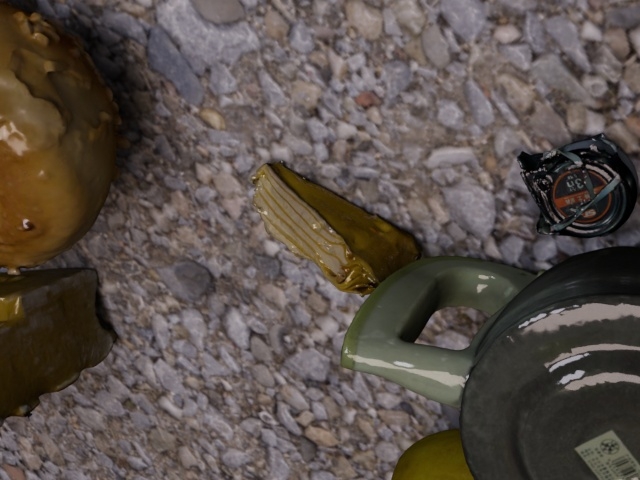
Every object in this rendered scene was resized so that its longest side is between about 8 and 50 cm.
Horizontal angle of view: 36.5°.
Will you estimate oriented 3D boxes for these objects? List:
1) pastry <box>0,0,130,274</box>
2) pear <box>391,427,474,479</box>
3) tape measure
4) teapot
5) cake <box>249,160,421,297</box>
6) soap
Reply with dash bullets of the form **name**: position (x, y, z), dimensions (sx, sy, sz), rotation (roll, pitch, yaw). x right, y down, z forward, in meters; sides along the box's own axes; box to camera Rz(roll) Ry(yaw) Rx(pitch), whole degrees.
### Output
- **pastry**: position (-0.326, -0.117, 0.956), dimensions (0.315, 0.184, 0.285), rotation (8, 124, 32)
- **pear**: position (0.153, 0.262, 0.964), dimensions (0.162, 0.149, 0.149), rotation (5, 116, 19)
- **tape measure**: position (0.226, -0.043, 0.843), dimensions (0.094, 0.054, 0.091), rotation (-7, 112, 32)
- **teapot**: position (0.211, 0.118, 0.818), dimensions (0.321, 0.239, 0.240), rotation (-13, 108, 22)
- **cake**: position (-0.002, 0.003, 0.928), dimensions (0.184, 0.116, 0.080), rotation (30, 123, 1)
- **soap**: position (-0.412, 0.125, 1.068), dimensions (0.281, 0.259, 0.143), rotation (-4, 106, 21)
